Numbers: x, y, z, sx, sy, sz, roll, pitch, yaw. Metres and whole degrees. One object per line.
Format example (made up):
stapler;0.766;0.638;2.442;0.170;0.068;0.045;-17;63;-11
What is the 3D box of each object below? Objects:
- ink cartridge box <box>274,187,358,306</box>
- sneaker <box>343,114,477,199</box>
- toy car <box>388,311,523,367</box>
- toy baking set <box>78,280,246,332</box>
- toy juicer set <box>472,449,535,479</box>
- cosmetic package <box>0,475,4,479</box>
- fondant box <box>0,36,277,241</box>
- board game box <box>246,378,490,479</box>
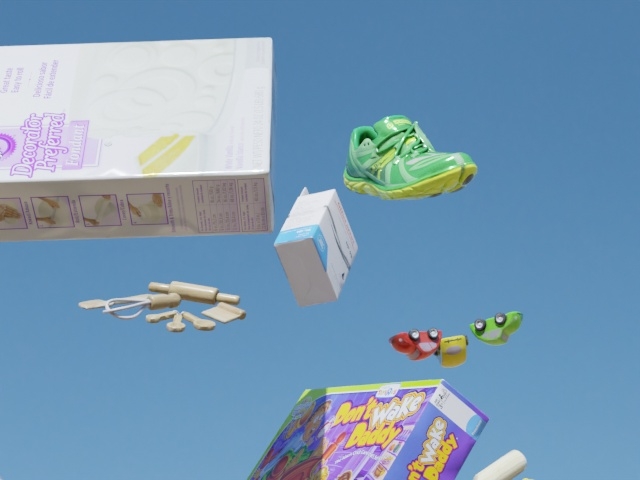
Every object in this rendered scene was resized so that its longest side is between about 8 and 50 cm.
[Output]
ink cartridge box;0.000;0.000;1.794;0.060;0.180;0.104;-13;-65;21
sneaker;0.121;-0.126;1.952;0.109;0.124;0.295;-10;11;-31
toy car;0.270;0.184;2.369;0.225;0.053;0.239;-20;-19;26
toy baking set;-0.253;0.102;2.108;0.256;0.030;0.197;10;14;17
toy juicer set;0.227;0.381;1.641;0.209;0.089;0.329;-39;-33;-18
cosmetic package;-0.453;0.339;1.439;0.238;0.127;0.107;-36;1;-18
fondant box;-0.215;-0.117;1.450;0.330;0.238;0.096;-3;-45;1
board game box;0.024;0.286;1.523;0.078;0.233;0.347;41;-24;-16
